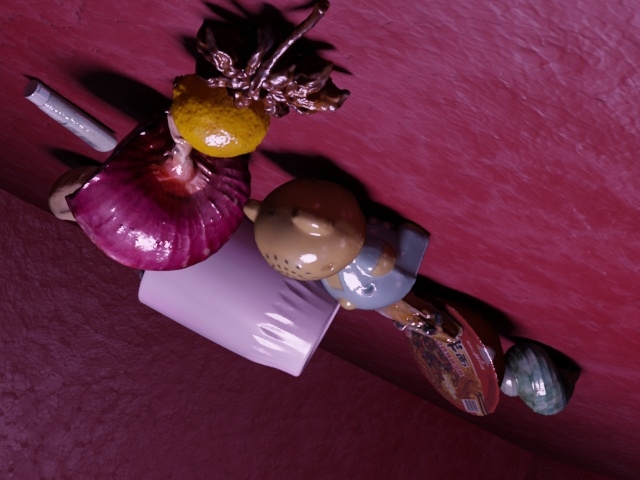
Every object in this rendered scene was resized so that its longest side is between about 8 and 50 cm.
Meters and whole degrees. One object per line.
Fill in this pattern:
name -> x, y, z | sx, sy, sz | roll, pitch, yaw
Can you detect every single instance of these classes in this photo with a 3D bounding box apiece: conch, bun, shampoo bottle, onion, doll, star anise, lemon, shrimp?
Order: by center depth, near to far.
star anise -> -0.060, -0.187, 0.944 | 0.177, 0.073, 0.234 | 13, 159, 13
lemon -> -0.120, -0.155, 1.103 | 0.133, 0.109, 0.109 | 37, 164, -29
doll -> 0.017, 0.001, 1.389 | 0.177, 0.161, 0.260 | 14, 167, 48
onion -> -0.235, -0.066, 1.417 | 0.230, 0.256, 0.272 | 45, -176, -19
shampoo bottle -> -0.447, -0.220, 1.640 | 0.069, 0.041, 0.190 | 22, 169, 40
shrimp -> 0.143, 0.121, 1.766 | 0.317, 0.077, 0.168 | 34, 173, 34
conch -> 0.436, 0.277, 1.867 | 0.188, 0.122, 0.176 | 33, -169, -19
bun -> -0.512, -0.112, 2.083 | 0.222, 0.127, 0.222 | -5, 172, -1

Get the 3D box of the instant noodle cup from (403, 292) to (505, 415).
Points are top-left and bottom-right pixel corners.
instant noodle cup -> 0.278, 0.203, 1.789 | 0.274, 0.090, 0.274 | 42, 149, 34

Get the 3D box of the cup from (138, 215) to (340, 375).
cup -> -0.152, 0.088, 1.815 | 0.371, 0.253, 0.253 | 29, 169, 4
